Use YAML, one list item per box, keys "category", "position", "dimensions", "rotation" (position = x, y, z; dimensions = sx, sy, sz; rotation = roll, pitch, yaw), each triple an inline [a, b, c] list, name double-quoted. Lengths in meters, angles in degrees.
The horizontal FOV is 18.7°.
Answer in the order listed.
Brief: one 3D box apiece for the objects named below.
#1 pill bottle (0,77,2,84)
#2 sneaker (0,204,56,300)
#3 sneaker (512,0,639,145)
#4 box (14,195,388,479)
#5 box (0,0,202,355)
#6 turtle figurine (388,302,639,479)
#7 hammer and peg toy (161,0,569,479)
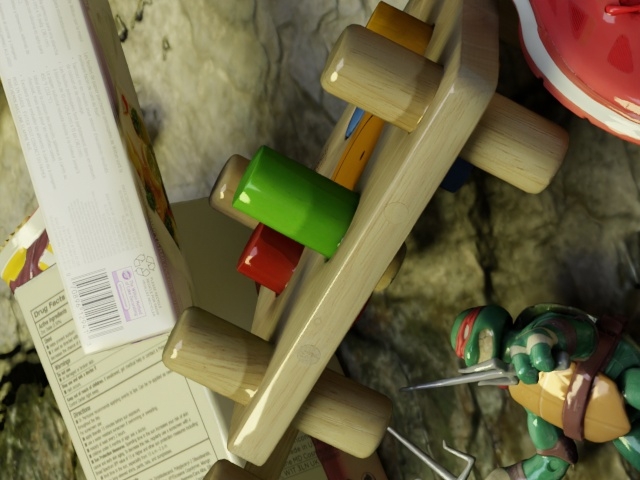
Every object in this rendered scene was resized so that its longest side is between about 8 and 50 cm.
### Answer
- category: "pill bottle"
  position: [-0.280, -0.191, 1.351]
  dimensions: [0.188, 0.188, 0.334]
  rotation: [57, 131, 17]
- category: "sneaker"
  position: [-0.162, -0.005, 1.376]
  dimensions: [0.084, 0.069, 0.185]
  rotation: [51, 135, 11]
- category: "sneaker"
  position: [0.135, -0.150, 0.927]
  dimensions: [0.221, 0.087, 0.128]
  rotation: [52, 153, 33]
- category: "box"
  position: [-0.077, 0.101, 1.274]
  dimensions: [0.148, 0.127, 0.232]
  rotation: [-29, 79, 43]
- category: "box"
  position: [-0.150, -0.094, 1.160]
  dimensions: [0.067, 0.063, 0.324]
  rotation: [-18, 89, 11]
- category: "turtle figurine"
  position: [0.141, 0.091, 1.075]
  dimensions: [0.234, 0.118, 0.175]
  rotation: [21, 148, 24]
- category: "hammer and peg toy"
  position: [0.000, 0.000, 1.089]
  dimensions: [0.127, 0.266, 0.361]
  rotation: [26, 118, -9]
